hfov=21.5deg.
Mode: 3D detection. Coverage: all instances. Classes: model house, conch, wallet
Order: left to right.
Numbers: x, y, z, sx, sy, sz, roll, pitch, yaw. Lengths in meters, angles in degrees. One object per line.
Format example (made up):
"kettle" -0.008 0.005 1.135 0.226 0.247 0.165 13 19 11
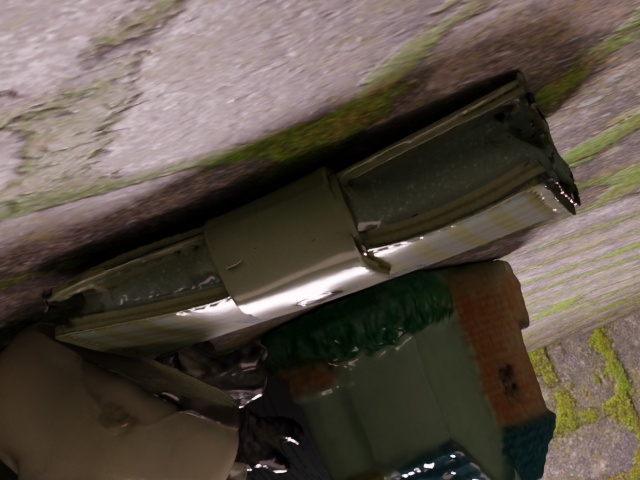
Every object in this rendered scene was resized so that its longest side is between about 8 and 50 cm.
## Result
"conch" -0.123 0.186 1.338 0.186 0.241 0.313 -10 -172 20
"wallet" 0.000 0.000 1.031 0.309 0.077 0.223 -21 175 10
"model house" 0.117 0.206 1.699 0.194 0.325 0.267 -28 169 30

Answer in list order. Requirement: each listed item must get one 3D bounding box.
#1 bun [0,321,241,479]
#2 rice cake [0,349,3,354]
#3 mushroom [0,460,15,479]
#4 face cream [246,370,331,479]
"bun" -0.145 0.133 1.124 0.120 0.172 0.173 -66 167 1
"rice cake" -0.229 0.084 1.153 0.022 0.022 0.121 -12 173 9
"mushroom" -0.240 0.332 1.508 0.353 0.353 0.325 -22 171 7
"face cream" -0.018 0.219 1.736 0.137 0.235 0.420 -41 162 19
